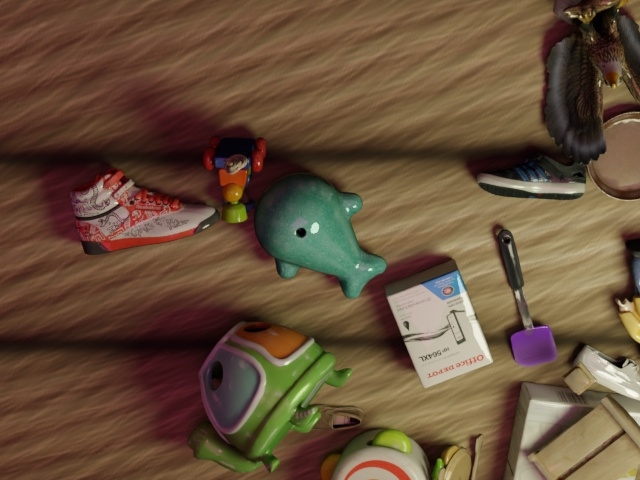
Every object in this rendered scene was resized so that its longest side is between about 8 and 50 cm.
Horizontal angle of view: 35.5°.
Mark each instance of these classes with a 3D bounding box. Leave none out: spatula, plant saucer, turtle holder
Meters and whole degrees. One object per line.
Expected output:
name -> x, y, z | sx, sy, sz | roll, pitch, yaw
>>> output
spatula -> 0.389, 0.115, 1.940 | 0.084, 0.030, 0.296 | -16, 104, 7
plant saucer -> 0.579, -0.158, 1.867 | 0.169, 0.029, 0.168 | 0, 104, 0
turtle holder -> -0.114, 0.294, 1.912 | 0.227, 0.243, 0.320 | 38, 141, 8

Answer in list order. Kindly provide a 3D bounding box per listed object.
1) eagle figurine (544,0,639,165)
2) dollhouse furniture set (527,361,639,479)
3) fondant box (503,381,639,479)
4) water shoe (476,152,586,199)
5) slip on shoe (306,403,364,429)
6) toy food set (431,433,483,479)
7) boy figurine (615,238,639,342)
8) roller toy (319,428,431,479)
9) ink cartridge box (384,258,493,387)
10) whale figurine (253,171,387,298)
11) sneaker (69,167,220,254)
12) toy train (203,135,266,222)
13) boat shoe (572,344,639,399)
eagle figurine -> 0.508, -0.305, 1.763 | 0.225, 0.226, 0.298 | -49, 135, -29
dollhouse furniture set -> 0.518, 0.455, 1.928 | 0.303, 0.174, 0.355 | -44, 72, 22
fondant box -> 0.497, 0.463, 1.998 | 0.239, 0.096, 0.330 | 7, 106, -1
water shoe -> 0.392, -0.123, 1.869 | 0.203, 0.073, 0.080 | 6, 78, -1
slip on shoe -> 0.020, 0.359, 2.002 | 0.136, 0.041, 0.051 | 0, 105, 0
toy food set -> 0.258, 0.462, 1.975 | 0.039, 0.192, 0.132 | 16, 110, 31
boy figurine -> 0.659, 0.136, 1.913 | 0.177, 0.092, 0.285 | -11, 105, 3
roller toy -> 0.120, 0.479, 1.980 | 0.209, 0.146, 0.191 | -33, 92, 13
ink cartridge box -> 0.228, 0.160, 1.925 | 0.148, 0.086, 0.203 | -22, 103, 6
whale figurine -> 0.000, 0.000, 1.857 | 0.216, 0.141, 0.272 | -44, 102, 10
sneaker -> -0.334, -0.069, 1.868 | 0.270, 0.090, 0.144 | -12, 107, 6
toy train -> -0.156, -0.095, 1.782 | 0.105, 0.248, 0.143 | 2, 109, 0
boat shoe -> 0.590, 0.259, 1.964 | 0.184, 0.066, 0.063 | 24, 105, 4
